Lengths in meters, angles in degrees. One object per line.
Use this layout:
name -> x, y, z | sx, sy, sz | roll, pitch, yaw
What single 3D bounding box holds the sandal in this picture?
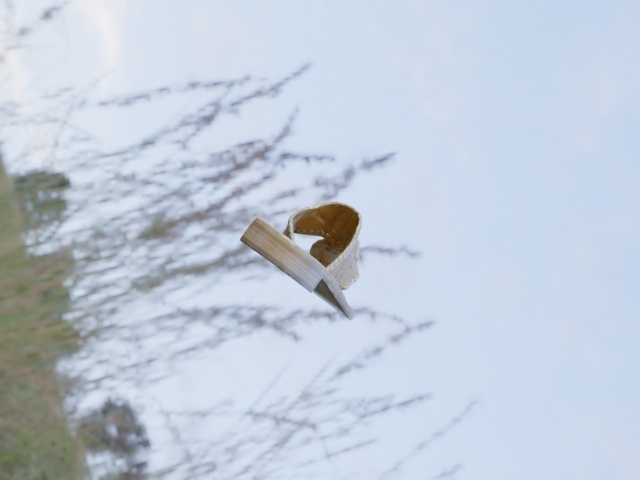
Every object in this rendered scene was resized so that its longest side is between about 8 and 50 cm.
sandal -> 0.005, 0.004, 1.130 | 0.088, 0.079, 0.240 | 36, -2, 16
